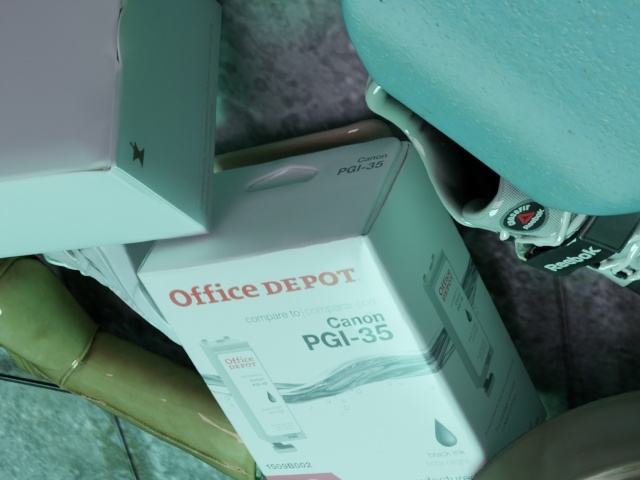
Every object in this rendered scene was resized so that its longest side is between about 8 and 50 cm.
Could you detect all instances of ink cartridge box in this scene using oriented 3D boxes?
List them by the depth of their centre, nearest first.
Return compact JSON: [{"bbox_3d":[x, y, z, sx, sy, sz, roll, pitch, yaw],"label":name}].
[{"bbox_3d":[0.021,0.081,1.079,0.207,0.117,0.283,-10,124,31],"label":"ink cartridge box"}]

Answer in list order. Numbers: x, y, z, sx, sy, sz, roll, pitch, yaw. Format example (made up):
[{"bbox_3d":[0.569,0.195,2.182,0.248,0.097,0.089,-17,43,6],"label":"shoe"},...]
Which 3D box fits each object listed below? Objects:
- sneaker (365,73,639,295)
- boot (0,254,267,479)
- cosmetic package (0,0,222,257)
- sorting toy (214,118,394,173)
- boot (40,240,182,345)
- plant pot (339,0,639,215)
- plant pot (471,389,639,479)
[{"bbox_3d":[0.160,-0.027,0.940,0.330,0.146,0.122,38,134,-1],"label":"sneaker"},{"bbox_3d":[-0.164,0.116,1.266,0.270,0.089,0.236,25,165,16],"label":"boot"},{"bbox_3d":[-0.269,-0.095,1.041,0.366,0.197,0.155,-4,161,21],"label":"cosmetic package"},{"bbox_3d":[0.000,0.000,1.140,0.208,0.038,0.193,-12,118,32],"label":"sorting toy"},{"bbox_3d":[-0.186,-0.002,1.226,0.258,0.095,0.123,54,140,-3],"label":"boot"},{"bbox_3d":[0.154,-0.160,0.782,0.248,0.247,0.252,37,149,2],"label":"plant pot"},{"bbox_3d":[0.258,0.305,0.961,0.323,0.280,0.323,0,130,0],"label":"plant pot"}]
